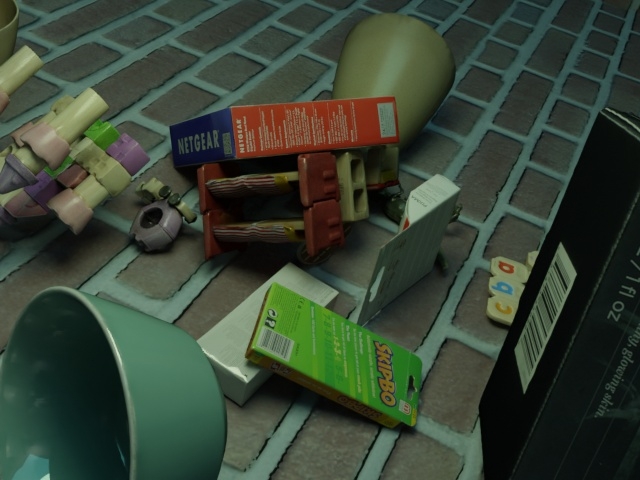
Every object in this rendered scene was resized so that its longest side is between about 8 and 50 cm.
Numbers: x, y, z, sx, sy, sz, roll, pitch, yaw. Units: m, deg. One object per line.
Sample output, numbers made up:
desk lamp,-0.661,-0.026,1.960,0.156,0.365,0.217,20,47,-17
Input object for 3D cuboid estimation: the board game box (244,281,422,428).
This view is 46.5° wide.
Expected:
board game box,0.027,0.167,1.057,0.259,0.039,0.124,26,44,-10

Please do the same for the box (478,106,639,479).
box,0.493,0.151,0.884,0.471,0.480,0.297,17,20,3

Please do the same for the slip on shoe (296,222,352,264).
slip on shoe,0.000,0.000,1.304,0.041,0.051,0.135,-5,28,46

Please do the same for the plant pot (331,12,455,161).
plant pot,0.122,-0.286,1.551,0.256,0.256,0.274,21,55,8

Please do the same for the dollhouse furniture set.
dollhouse furniture set,-0.019,-0.071,1.282,0.201,0.152,0.374,-2,7,28

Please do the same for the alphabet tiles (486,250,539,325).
alphabet tiles,0.424,0.126,1.297,0.278,0.021,0.284,19,39,2

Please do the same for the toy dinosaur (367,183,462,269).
toy dinosaur,0.193,-0.048,1.406,0.118,0.064,0.268,-25,52,-20

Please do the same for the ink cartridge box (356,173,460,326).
ink cartridge box,0.125,0.017,1.202,0.066,0.189,0.232,37,45,27

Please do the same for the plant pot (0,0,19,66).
plant pot,-0.707,-0.349,1.382,0.284,0.191,0.284,9,40,-8

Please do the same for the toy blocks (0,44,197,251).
toy blocks,-0.424,-0.087,1.178,0.260,0.309,0.288,-47,50,-12

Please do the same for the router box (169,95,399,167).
router box,-0.076,-0.190,1.329,0.301,0.082,0.335,-9,7,-26

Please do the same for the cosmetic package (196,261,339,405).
cosmetic package,-0.078,0.132,1.102,0.099,0.060,0.239,30,41,19

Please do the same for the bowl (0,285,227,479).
bowl,-0.220,0.204,0.823,0.163,0.311,0.311,2,36,-45
